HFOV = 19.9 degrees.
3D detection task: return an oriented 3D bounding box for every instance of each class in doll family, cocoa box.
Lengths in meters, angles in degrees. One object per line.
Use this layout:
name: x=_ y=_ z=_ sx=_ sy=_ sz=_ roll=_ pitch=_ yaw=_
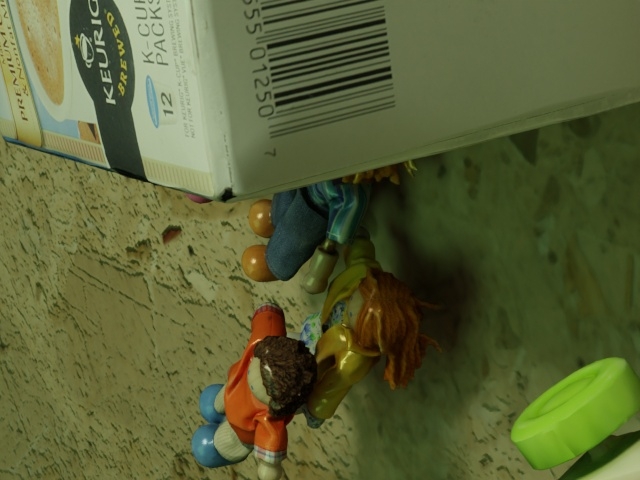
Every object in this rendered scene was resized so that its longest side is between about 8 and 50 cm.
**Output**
doll family: x=0.000 y=0.000 z=0.989 sx=0.163 sy=0.118 sz=0.263 roll=134 pitch=133 yaw=-63
cocoa box: x=-0.023 y=-0.217 z=0.770 sx=0.228 sy=0.231 sz=0.347 roll=16 pitch=117 yaw=56

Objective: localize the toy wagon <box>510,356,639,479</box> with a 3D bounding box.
toy wagon: x=0.214 y=0.145 z=0.646 sx=0.267 sy=0.068 sz=0.344 roll=54 pitch=149 yaw=-3
